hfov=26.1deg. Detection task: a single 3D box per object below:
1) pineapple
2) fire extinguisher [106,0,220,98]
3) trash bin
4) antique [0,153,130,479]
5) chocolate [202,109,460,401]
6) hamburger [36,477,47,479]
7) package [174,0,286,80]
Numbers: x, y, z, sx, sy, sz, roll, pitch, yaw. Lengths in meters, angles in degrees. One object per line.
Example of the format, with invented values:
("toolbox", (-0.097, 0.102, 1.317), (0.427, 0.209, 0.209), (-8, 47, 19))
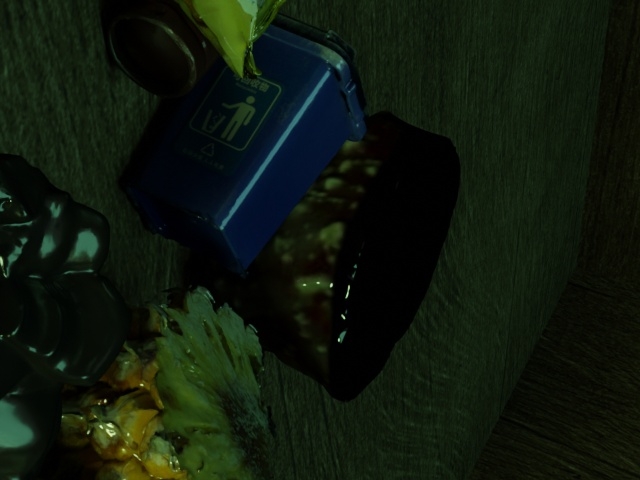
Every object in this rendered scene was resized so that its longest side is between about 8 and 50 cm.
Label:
("pineapple", (-0.207, 0.199, 1.231), (0.209, 0.286, 0.344), (47, 20, -28))
("fire extinguisher", (-0.089, -0.247, 1.267), (0.269, 0.105, 0.104), (-56, 155, -35))
("trash bin", (-0.070, -0.095, 1.365), (0.234, 0.163, 0.184), (-58, 157, -18))
("antique", (-0.274, 0.085, 0.955), (0.255, 0.185, 0.322), (-17, 130, -59))
("chocolate", (0.000, 0.000, 1.549), (0.340, 0.210, 0.225), (-60, 150, -31))
("hamburger", (-0.259, 0.336, 1.079), (0.212, 0.274, 0.274), (-39, 143, -53))
("package", (-0.102, -0.257, 1.133), (0.226, 0.090, 0.168), (37, 61, -25))
